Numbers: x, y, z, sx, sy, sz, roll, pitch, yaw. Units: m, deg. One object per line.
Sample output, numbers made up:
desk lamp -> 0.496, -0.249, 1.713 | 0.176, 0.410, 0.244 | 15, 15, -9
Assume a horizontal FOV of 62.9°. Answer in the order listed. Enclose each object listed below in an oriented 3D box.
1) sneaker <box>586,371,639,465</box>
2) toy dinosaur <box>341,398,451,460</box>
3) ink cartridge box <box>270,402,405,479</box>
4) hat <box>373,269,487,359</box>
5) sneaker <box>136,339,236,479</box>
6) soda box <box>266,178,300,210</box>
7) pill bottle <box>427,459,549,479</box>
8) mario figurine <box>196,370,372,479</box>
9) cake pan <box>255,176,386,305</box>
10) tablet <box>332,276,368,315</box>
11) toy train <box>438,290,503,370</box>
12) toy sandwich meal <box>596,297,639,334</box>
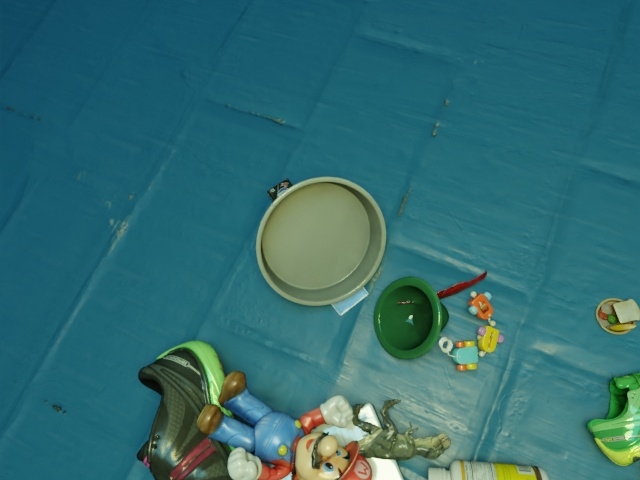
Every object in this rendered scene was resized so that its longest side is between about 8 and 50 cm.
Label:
sneaker -> 0.628, 0.287, 0.994 | 0.295, 0.109, 0.123 | -40, 63, -12
toy dinosaur -> 0.113, 0.375, 1.018 | 0.267, 0.064, 0.118 | -10, 74, 9
ink cartridge box -> 0.049, 0.501, 1.040 | 0.238, 0.060, 0.275 | -24, 67, 1
hat -> 0.252, 0.169, 1.154 | 0.208, 0.183, 0.173 | -28, 63, 42
sneaker -> -0.248, 0.439, 1.035 | 0.202, 0.185, 0.483 | -14, 56, -19
soda box -> -0.067, -0.072, 1.218 | 0.060, 0.169, 0.053 | -33, 64, -3
pill bottle -> 0.309, 0.475, 0.974 | 0.214, 0.117, 0.118 | 0, 69, 10
mario figurine -> -0.051, 0.348, 0.940 | 0.320, 0.170, 0.198 | 26, 79, 9
cake pan -> 0.000, 0.000, 1.152 | 0.293, 0.293, 0.054 | -32, 24, -3
tablet -> 0.063, 0.129, 1.209 | 0.083, 0.006, 0.054 | -37, 68, -5
toy train -> 0.313, 0.192, 1.101 | 0.166, 0.046, 0.125 | -43, 98, -19
toy sandwich meal -> 0.621, 0.155, 1.090 | 0.085, 0.029, 0.086 | -3, 69, 8
